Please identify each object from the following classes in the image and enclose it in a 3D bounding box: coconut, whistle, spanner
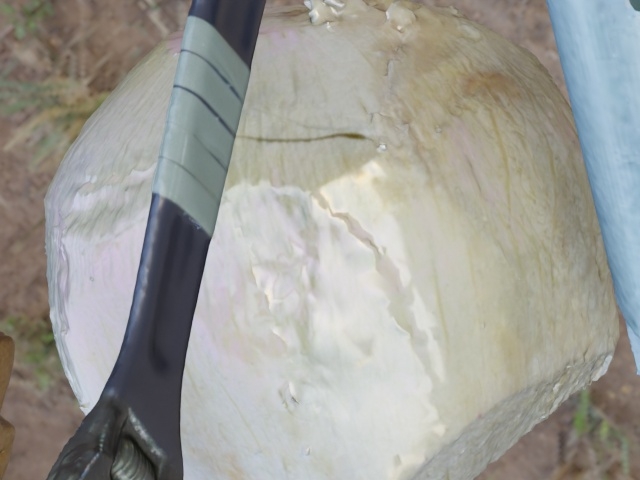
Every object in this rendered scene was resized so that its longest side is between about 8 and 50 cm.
[{"bbox_3d":[0.000,0.000,0.718,0.297,0.297,0.254,15,132,65],"label":"coconut"},{"bbox_3d":[0.131,-0.050,0.545,0.062,0.062,0.312,31,150,47],"label":"whistle"},{"bbox_3d":[-0.048,-0.013,0.471,0.024,0.316,0.087,2,164,28],"label":"spanner"}]

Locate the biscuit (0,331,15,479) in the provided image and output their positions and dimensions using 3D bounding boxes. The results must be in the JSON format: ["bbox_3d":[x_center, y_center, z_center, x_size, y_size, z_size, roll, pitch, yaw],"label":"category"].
[{"bbox_3d":[-0.299,0.129,0.931,0.043,0.278,0.301,26,152,40],"label":"biscuit"}]
